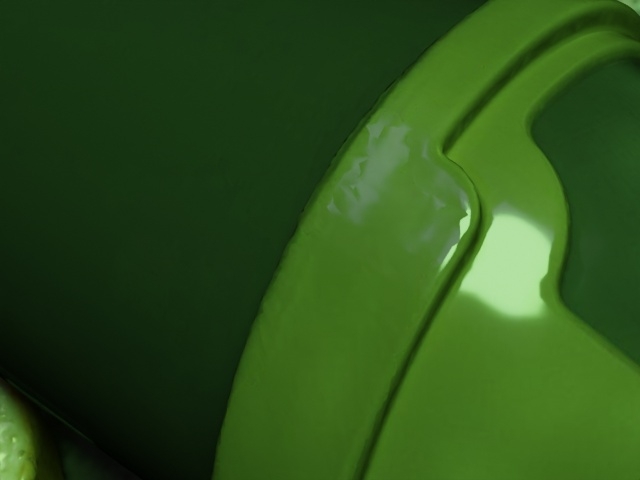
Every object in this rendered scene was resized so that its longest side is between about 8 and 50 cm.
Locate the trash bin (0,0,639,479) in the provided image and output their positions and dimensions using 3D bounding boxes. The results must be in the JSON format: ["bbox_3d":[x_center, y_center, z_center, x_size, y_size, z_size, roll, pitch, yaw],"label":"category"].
[{"bbox_3d":[0.000,0.000,0.510,0.333,0.214,0.214,29,64,29],"label":"trash bin"}]

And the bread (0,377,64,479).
[{"bbox_3d":[-0.160,0.113,0.581,0.149,0.073,0.122,-36,67,-14],"label":"bread"}]
